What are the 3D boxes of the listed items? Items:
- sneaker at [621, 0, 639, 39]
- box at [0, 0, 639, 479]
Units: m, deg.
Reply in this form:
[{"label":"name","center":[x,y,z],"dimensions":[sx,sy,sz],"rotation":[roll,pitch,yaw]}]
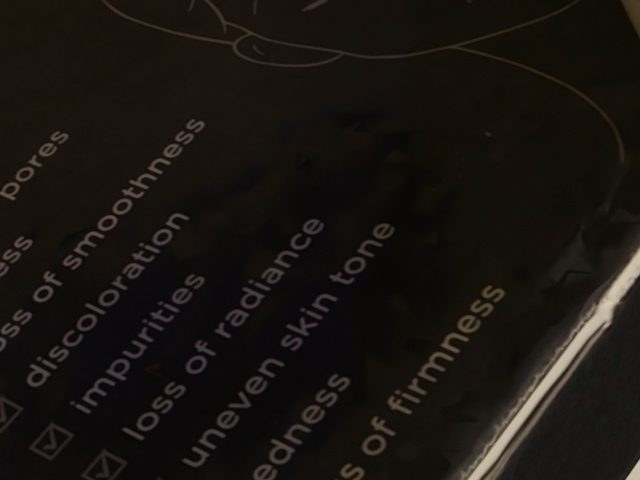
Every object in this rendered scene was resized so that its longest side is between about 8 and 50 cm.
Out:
[{"label":"sneaker","center":[0.062,-0.137,0.511],"dimensions":[0.090,0.115,0.232],"rotation":[162,-90,-85]},{"label":"box","center":[0.000,0.000,0.879],"dimensions":[0.480,0.472,0.297],"rotation":[-50,141,-23]}]
